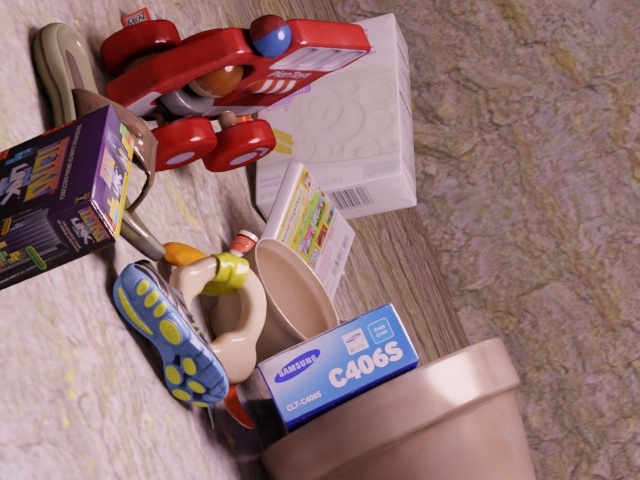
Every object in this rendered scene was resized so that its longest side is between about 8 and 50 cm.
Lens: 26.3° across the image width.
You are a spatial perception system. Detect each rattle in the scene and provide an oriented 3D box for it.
[{"bbox_3d":[-0.138,0.111,1.575,0.130,0.142,0.200,-29,114,-47],"label":"rattle"}]

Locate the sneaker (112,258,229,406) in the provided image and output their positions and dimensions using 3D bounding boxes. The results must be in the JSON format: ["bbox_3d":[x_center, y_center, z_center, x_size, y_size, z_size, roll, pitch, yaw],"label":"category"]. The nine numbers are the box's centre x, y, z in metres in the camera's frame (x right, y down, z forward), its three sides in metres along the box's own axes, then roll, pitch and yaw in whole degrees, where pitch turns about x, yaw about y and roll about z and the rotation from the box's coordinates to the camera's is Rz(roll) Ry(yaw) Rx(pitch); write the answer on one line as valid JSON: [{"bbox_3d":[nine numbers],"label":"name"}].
[{"bbox_3d":[-0.151,0.097,1.451,0.188,0.067,0.078,59,20,-22],"label":"sneaker"}]

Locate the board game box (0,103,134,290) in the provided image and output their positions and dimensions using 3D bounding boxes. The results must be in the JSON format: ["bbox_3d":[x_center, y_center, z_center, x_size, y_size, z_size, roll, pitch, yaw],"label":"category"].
[{"bbox_3d":[-0.234,-0.035,1.151,0.170,0.141,0.048,-95,159,-58],"label":"board game box"}]

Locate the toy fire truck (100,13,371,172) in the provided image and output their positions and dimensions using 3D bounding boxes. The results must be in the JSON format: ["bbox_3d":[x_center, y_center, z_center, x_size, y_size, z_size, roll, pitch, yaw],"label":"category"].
[{"bbox_3d":[-0.107,-0.209,1.689,0.302,0.254,0.169,-5,71,-57],"label":"toy fire truck"}]

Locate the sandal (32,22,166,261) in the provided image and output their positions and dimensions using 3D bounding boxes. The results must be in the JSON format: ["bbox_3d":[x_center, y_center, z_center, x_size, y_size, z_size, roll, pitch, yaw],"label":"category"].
[{"bbox_3d":[-0.226,-0.117,1.456,0.120,0.086,0.303,51,16,-68],"label":"sandal"}]

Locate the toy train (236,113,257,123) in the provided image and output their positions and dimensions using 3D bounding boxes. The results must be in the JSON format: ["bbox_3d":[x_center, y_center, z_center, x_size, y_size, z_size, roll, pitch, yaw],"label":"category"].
[{"bbox_3d":[-0.118,-0.200,2.228,0.166,0.046,0.125,52,31,-62],"label":"toy train"}]

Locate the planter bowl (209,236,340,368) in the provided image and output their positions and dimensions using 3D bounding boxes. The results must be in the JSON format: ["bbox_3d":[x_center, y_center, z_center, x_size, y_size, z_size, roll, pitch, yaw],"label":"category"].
[{"bbox_3d":[-0.067,0.092,1.690,0.162,0.109,0.162,45,23,-25],"label":"planter bowl"}]

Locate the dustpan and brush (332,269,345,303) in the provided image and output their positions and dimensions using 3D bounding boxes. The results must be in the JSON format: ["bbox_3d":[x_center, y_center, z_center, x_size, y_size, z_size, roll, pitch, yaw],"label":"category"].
[{"bbox_3d":[0.000,0.000,2.316,0.147,0.060,0.211,-84,149,-67],"label":"dustpan and brush"}]

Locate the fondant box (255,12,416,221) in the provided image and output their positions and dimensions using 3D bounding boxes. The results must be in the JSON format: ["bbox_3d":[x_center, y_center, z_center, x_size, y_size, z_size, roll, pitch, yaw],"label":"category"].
[{"bbox_3d":[0.022,-0.188,2.185,0.096,0.238,0.330,58,25,-51],"label":"fondant box"}]

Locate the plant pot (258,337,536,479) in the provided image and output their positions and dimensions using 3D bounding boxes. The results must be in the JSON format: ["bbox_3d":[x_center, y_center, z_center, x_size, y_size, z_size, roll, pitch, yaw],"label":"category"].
[{"bbox_3d":[0.132,0.308,1.609,0.280,0.323,0.323,63,11,11],"label":"plant pot"}]

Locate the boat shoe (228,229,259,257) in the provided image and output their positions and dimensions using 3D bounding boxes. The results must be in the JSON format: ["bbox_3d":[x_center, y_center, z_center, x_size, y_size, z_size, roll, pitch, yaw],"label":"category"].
[{"bbox_3d":[-0.091,0.038,1.889,0.043,0.049,0.137,-62,151,-22],"label":"boat shoe"}]

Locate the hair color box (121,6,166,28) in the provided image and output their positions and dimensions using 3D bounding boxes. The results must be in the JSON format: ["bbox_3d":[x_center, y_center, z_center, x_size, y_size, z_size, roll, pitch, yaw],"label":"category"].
[{"bbox_3d":[-0.216,-0.239,1.857,0.072,0.043,0.141,17,52,-74],"label":"hair color box"}]

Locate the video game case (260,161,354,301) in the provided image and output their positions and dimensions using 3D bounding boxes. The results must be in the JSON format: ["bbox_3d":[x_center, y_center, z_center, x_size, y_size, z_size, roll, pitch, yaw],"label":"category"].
[{"bbox_3d":[-0.030,0.037,1.923,0.206,0.026,0.227,51,52,-53],"label":"video game case"}]

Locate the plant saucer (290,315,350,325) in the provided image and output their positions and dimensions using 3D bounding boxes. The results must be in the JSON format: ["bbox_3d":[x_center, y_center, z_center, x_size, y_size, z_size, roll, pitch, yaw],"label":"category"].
[{"bbox_3d":[0.019,0.121,1.825,0.168,0.168,0.029,22,71,-74],"label":"plant saucer"}]

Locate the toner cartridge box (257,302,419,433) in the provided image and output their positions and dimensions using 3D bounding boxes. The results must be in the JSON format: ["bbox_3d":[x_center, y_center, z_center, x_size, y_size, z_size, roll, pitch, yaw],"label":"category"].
[{"bbox_3d":[0.023,0.167,1.636,0.075,0.165,0.348,63,-5,12],"label":"toner cartridge box"}]
